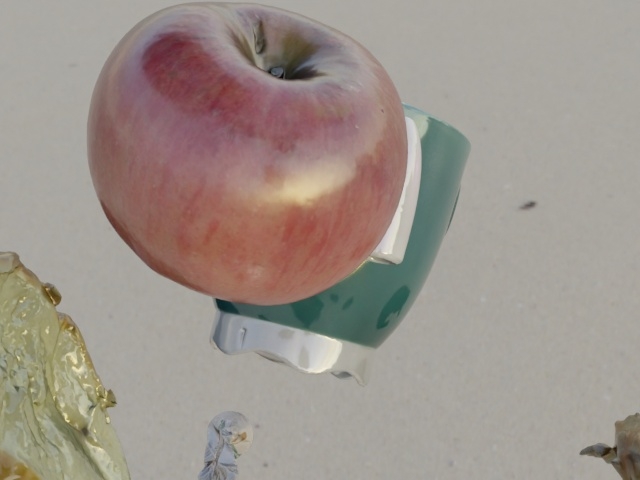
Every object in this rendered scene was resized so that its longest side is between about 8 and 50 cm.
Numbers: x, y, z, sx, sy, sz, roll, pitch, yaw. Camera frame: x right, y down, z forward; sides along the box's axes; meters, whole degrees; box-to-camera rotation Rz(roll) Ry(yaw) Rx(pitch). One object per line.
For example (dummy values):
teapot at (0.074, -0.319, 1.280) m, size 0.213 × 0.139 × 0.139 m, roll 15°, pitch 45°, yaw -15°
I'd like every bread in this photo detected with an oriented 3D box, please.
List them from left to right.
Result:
bread at (-0.280, 0.175, 0.818) m, size 0.250 × 0.279 × 0.225 m, roll -19°, pitch 41°, yaw 23°

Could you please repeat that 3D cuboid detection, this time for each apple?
apple at (-0.035, -0.039, 0.485) m, size 0.153 × 0.120 × 0.153 m, roll 15°, pitch 33°, yaw -10°

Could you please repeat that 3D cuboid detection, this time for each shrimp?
shrimp at (0.246, 0.199, 0.763) m, size 0.052 × 0.132 × 0.187 m, roll 16°, pitch 11°, yaw -12°

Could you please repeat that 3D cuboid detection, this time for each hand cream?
hand cream at (-0.092, 0.237, 1.027) m, size 0.050 × 0.084 × 0.257 m, roll 23°, pitch 17°, yaw -10°

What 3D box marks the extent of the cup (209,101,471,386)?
cup at (0.000, 0.000, 0.675) m, size 0.168 × 0.173 × 0.300 m, roll 14°, pitch -6°, yaw -13°
